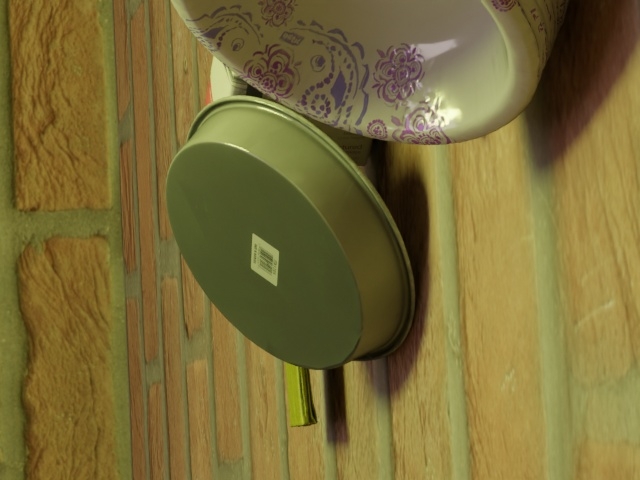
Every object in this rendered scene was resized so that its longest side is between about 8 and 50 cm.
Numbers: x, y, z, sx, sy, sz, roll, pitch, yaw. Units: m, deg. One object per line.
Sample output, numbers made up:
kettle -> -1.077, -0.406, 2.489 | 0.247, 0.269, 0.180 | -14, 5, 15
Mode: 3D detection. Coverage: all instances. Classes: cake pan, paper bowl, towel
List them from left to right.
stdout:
cake pan -> -0.038, 0.004, 1.808 | 0.293, 0.054, 0.293 | 31, 141, 29
towel -> -0.028, 0.081, 2.062 | 0.102, 0.021, 0.237 | 140, 126, -80
paper bowl -> 0.040, -0.206, 1.359 | 0.284, 0.284, 0.148 | 119, 176, -65

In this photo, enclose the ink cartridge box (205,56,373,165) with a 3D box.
ink cartridge box -> -0.016, -0.171, 1.823 | 0.218, 0.158, 0.092 | 104, 161, -49
